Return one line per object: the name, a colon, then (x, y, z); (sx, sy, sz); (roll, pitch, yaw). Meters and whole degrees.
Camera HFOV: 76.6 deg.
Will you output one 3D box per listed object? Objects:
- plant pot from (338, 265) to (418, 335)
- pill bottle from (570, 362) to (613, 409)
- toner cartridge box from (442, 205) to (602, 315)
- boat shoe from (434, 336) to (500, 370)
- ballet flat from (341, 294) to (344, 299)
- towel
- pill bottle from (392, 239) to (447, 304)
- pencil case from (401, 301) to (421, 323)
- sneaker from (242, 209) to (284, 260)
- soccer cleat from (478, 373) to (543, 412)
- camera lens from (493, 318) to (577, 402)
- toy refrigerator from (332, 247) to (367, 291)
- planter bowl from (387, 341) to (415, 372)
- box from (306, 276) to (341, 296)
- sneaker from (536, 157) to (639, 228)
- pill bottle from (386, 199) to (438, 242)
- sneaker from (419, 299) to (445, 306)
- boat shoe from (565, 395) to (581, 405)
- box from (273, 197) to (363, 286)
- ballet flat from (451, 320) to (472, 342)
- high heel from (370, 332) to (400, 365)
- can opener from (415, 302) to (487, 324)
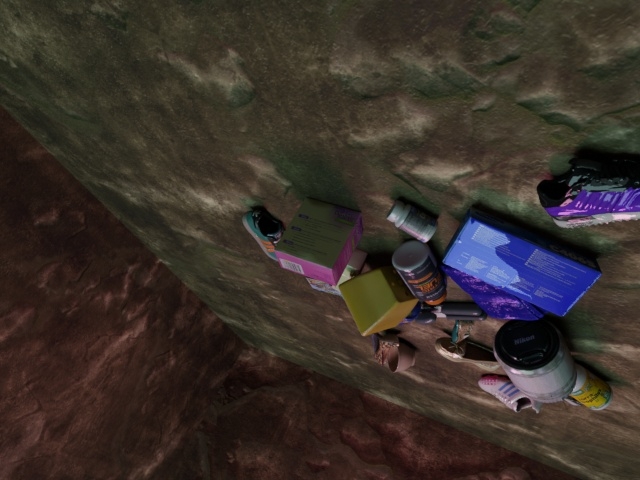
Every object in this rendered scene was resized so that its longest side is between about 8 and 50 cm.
plant pot: (0.233, 0.199, 1.494); (0.187, 0.212, 0.212); (-45, 61, 38)
pill bottle: (0.965, 0.531, 1.512); (0.209, 0.117, 0.117); (34, 152, -9)
toner cartridge box: (0.530, 0.056, 1.093); (0.348, 0.075, 0.165); (25, 123, 7)
boat shoe: (0.644, 0.478, 1.753); (0.286, 0.104, 0.089); (15, 146, 5)
ballet flat: (0.176, 0.287, 1.861); (0.087, 0.083, 0.247); (48, 177, 46)
towel: (0.557, 0.156, 1.304); (0.308, 0.076, 0.228); (41, 149, -22)
pill bottle: (0.349, 0.119, 1.377); (0.131, 0.130, 0.245); (1, 143, 42)
pencil case: (0.307, 0.299, 1.730); (0.120, 0.133, 0.306); (9, 158, -15)
sneaker: (-0.192, -0.009, 1.686); (0.121, 0.108, 0.302); (0, 139, 50)
soccer cleat: (0.868, 0.712, 1.880); (0.116, 0.143, 0.331); (39, 151, -19)
camera lens: (0.745, 0.411, 1.404); (0.220, 0.219, 0.274); (-2, 140, 45)
toy refrigerator: (0.114, 0.131, 1.653); (0.102, 0.094, 0.269); (24, 152, 11)
planter bowl: (0.429, 0.608, 2.125); (0.109, 0.161, 0.162); (4, 155, -12)
box: (0.042, 0.212, 1.918); (0.207, 0.036, 0.114); (10, 147, 32)
sneaker: (0.573, -0.114, 0.805); (0.146, 0.102, 0.293); (39, 151, -17)
pill bottle: (0.271, -0.059, 1.204); (0.137, 0.078, 0.078); (30, 152, -2)
sneaker: (0.404, 0.201, 1.554); (0.089, 0.051, 0.170); (0, 146, 43)
boat shoe: (1.009, 0.615, 1.667); (0.220, 0.077, 0.070); (25, 154, -10)
box: (0.000, 0.000, 1.376); (0.214, 0.242, 0.117); (17, 150, 21)
ballet flat: (0.581, 0.369, 1.655); (0.067, 0.072, 0.206); (-2, 149, 9)
high heel: (0.356, 0.578, 2.098); (0.261, 0.093, 0.186); (-13, 94, 66)
can opener: (0.498, 0.296, 1.574); (0.076, 0.095, 0.284); (43, 150, -26)
